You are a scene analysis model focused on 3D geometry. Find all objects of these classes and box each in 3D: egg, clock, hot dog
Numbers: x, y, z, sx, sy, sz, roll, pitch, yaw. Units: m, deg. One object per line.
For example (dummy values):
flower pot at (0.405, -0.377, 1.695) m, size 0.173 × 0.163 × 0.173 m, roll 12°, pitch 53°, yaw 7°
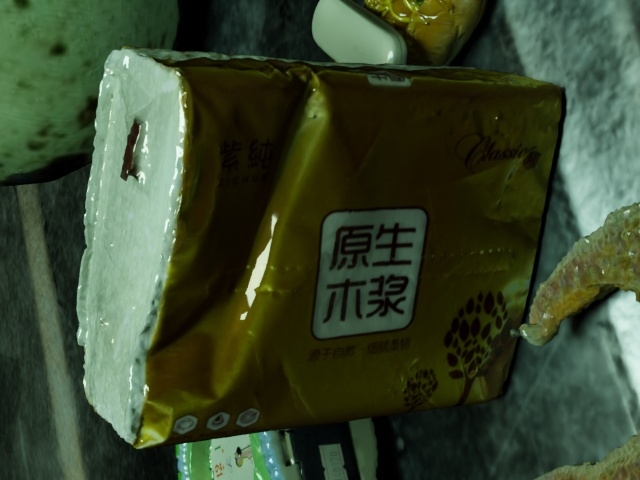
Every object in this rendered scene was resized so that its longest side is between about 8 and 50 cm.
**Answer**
egg at (-0.252, -0.230, 0.890) m, size 0.287 × 0.287 × 0.379 m, roll -36°, pitch 63°, yaw 52°
clock at (-0.040, 0.185, 0.731) m, size 0.195 × 0.100 × 0.194 m, roll -38°, pitch 56°, yaw 48°
hot dog at (0.039, -0.105, 0.667) m, size 0.165 × 0.045 × 0.071 m, roll -55°, pitch 50°, yaw 41°

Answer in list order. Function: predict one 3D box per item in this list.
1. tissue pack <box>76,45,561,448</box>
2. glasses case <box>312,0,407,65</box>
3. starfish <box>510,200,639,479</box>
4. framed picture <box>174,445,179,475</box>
tissue pack at (0.000, 0.000, 0.566) m, size 0.092 × 0.226 × 0.183 m, roll 26°, pitch 113°, yaw 52°
glasses case at (0.021, -0.112, 0.633) m, size 0.083 × 0.021 × 0.032 m, roll 45°, pitch 127°, yaw 45°
starfish at (0.191, 0.065, 0.430) m, size 0.302 × 0.060 × 0.299 m, roll 52°, pitch 130°, yaw 42°
framed picture at (-0.041, 0.194, 0.833) m, size 0.265 × 0.016 × 0.347 m, roll -23°, pitch 73°, yaw 55°
